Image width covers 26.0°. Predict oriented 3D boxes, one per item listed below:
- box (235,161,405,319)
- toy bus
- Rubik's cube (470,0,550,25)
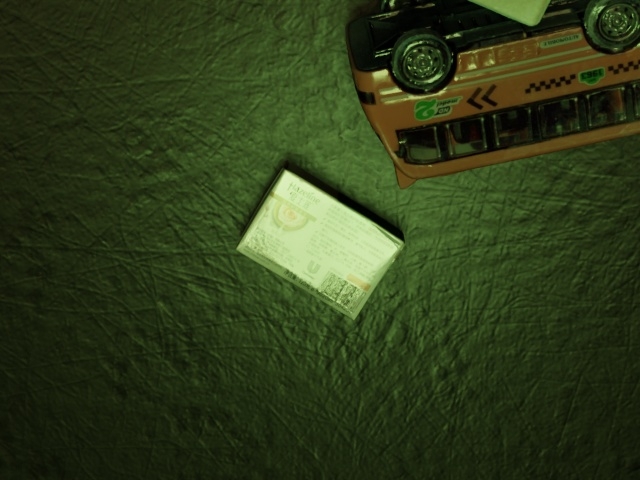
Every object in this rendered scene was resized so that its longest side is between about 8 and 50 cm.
[{"bbox_3d":[0.000,0.000,1.922,0.199,0.081,0.135,32,101,-7],"label":"box"},{"bbox_3d":[0.257,-0.226,1.795,0.427,0.203,0.233,-12,122,4],"label":"toy bus"},{"bbox_3d":[0.192,-0.499,1.633,0.316,0.322,0.318,23,129,-1],"label":"Rubik's cube"}]
